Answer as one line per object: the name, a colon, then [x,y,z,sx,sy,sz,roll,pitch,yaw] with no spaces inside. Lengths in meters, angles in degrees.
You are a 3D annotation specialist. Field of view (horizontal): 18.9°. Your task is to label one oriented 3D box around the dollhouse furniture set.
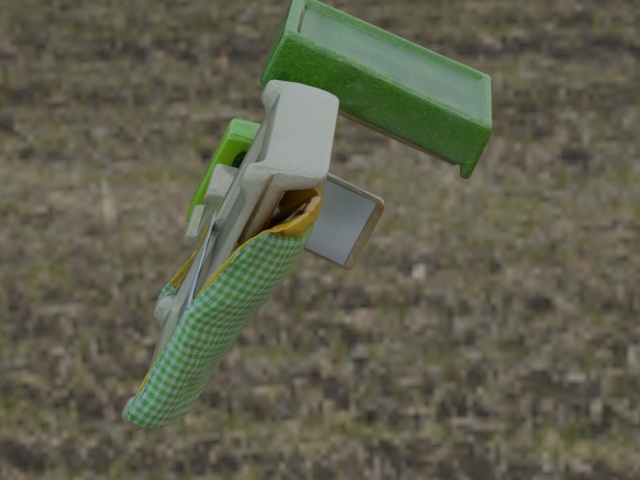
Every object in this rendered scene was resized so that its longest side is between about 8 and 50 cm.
dollhouse furniture set: [0.000,0.000,1.220,0.151,0.197,0.301,25,25,-7]
